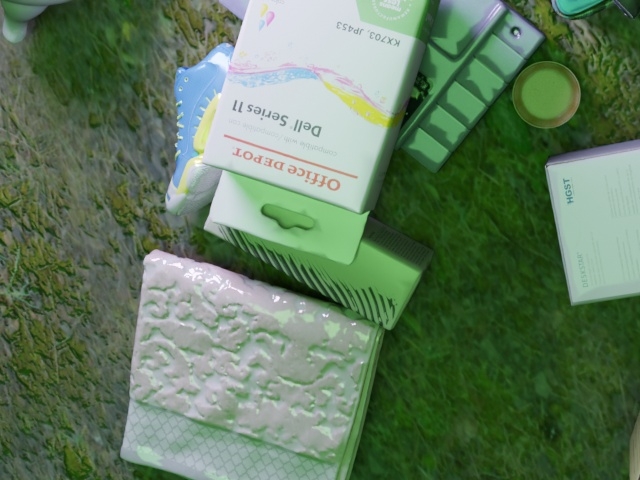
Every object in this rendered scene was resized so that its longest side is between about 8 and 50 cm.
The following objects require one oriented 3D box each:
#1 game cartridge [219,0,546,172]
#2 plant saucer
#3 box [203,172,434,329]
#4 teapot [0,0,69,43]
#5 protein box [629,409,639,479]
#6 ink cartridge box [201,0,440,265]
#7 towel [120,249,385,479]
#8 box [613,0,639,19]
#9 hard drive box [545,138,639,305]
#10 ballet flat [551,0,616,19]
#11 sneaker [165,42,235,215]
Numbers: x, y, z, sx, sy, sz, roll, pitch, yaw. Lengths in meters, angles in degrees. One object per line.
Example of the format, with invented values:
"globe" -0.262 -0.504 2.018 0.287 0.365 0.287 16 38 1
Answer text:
"game cartridge" 0.072 -0.273 1.705 0.355 0.068 0.230 39 104 2
"plant saucer" 0.280 -0.181 1.699 0.083 0.015 0.083 3 103 12
"box" 0.000 0.000 1.756 0.275 0.113 0.094 28 108 7
"teapot" -0.363 -0.417 1.713 0.256 0.187 0.252 -42 111 -8
"protein box" 0.466 0.208 1.648 0.136 0.200 0.201 17 105 8
"ink cartridge box" -0.007 -0.159 1.626 0.207 0.119 0.353 17 96 7
"towel" -0.101 0.199 1.829 0.332 0.053 0.317 16 112 13
"box" 0.329 -0.448 1.513 0.322 0.079 0.257 43 104 -9
"hard drive box" 0.404 -0.033 1.665 0.232 0.089 0.181 -9 100 14
"ballet flat" 0.364 -0.314 1.625 0.188 0.070 0.070 -16 99 12
"sneaker" -0.150 -0.151 1.780 0.126 0.091 0.240 44 109 20
